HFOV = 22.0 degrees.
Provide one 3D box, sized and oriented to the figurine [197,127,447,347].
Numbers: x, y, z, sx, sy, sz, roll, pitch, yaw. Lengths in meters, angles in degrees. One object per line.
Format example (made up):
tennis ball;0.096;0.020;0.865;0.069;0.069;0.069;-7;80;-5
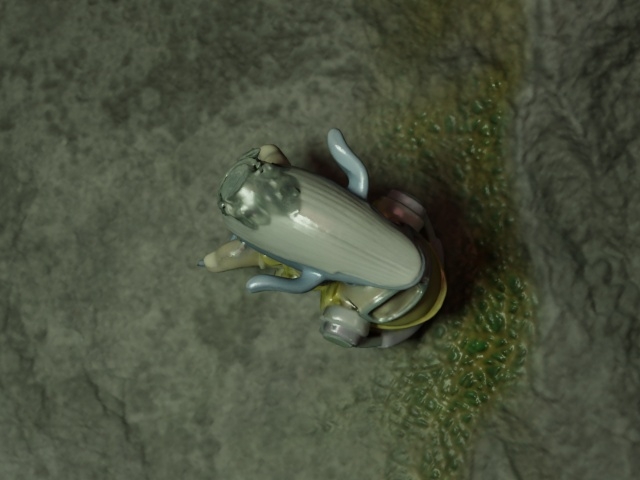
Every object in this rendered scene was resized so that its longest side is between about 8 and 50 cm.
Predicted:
figurine;0.000;0.000;1.174;0.208;0.184;0.128;18;76;51
